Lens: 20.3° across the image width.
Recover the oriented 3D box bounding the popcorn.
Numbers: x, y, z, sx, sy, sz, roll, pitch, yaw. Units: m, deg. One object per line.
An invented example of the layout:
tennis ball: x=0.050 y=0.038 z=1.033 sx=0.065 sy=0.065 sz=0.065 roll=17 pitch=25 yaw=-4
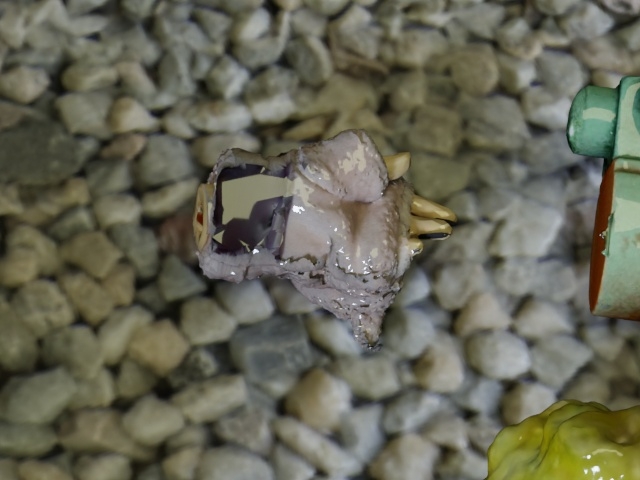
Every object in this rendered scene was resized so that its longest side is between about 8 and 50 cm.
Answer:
popcorn: x=0.159 y=0.172 z=0.918 sx=0.197 sy=0.197 sz=0.155 roll=42 pitch=72 yaw=16

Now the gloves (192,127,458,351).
gloves: x=-0.003 y=-0.009 z=1.042 sx=0.144 sy=0.094 sz=0.110 roll=25 pitch=74 yaw=-12

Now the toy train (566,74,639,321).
toy train: x=0.283 y=-0.015 z=1.053 sx=0.285 sy=0.116 sz=0.177 roll=8 pitch=77 yaw=1
